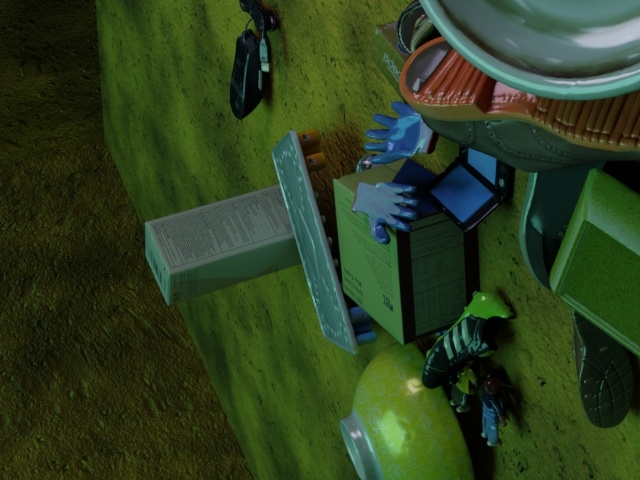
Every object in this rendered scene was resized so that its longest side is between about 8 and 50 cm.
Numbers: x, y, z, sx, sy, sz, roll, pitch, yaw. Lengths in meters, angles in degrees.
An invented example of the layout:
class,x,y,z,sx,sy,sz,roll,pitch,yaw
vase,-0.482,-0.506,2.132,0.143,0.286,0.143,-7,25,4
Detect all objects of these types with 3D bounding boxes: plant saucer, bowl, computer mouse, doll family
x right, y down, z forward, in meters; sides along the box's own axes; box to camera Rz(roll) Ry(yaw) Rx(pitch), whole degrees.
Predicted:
class,x,y,z,sx,sy,sz,roll,pitch,yaw
plant saucer,0.329,0.044,1.158,0.188,0.045,0.188,38,145,25
bowl,0.125,0.323,1.795,0.289,0.156,0.289,159,90,-80
plant saucer,0.246,-0.330,0.977,0.401,0.101,0.400,13,110,40
computer mouse,-0.121,-0.349,2.144,0.184,0.060,0.262,-129,41,-55
doll family,0.236,0.216,1.615,0.193,0.076,0.111,41,139,48

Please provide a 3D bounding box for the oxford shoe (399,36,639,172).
class,x,y,z,sx,sy,sz,roll,pitch,yaw
oxford shoe,0.262,-0.134,1.134,0.364,0.130,0.132,18,160,39

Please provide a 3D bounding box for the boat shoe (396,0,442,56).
class,x,y,z,sx,sy,sz,roll,pitch,yaw
boat shoe,0.163,-0.256,1.343,0.342,0.123,0.123,-150,47,-62

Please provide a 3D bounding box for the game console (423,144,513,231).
class,x,y,z,sx,sy,sz,roll,pitch,yaw
game console,0.197,-0.090,1.464,0.122,0.071,0.107,49,150,48

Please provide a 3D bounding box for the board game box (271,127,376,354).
class,x,y,z,sx,sy,sz,roll,pitch,yaw
board game box,0.000,0.000,1.993,0.390,0.050,0.389,177,77,-83

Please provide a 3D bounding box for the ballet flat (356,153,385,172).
class,x,y,z,sx,sy,sz,roll,pitch,yaw
ballet flat,0.093,-0.043,1.799,0.079,0.077,0.221,36,142,30

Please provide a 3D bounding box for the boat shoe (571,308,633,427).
class,x,y,z,sx,sy,sz,roll,pitch,yaw
boat shoe,0.336,0.135,1.300,0.060,0.064,0.177,-52,-47,-76

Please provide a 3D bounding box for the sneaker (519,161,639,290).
class,x,y,z,sx,sy,sz,roll,pitch,yaw
sneaker,0.293,-0.025,1.238,0.118,0.083,0.222,-139,38,-56

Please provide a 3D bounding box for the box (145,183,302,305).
class,x,y,z,sx,sy,sz,roll,pitch,yaw
box,-0.192,0.005,2.233,0.121,0.311,0.148,102,146,-53

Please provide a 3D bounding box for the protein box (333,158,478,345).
class,x,y,z,sx,sy,sz,roll,pitch,yaw
protein box,0.129,0.012,1.634,0.200,0.136,0.201,40,142,56

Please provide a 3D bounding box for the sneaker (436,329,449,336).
class,x,y,z,sx,sy,sz,roll,pitch,yaw
sneaker,0.179,0.126,1.705,0.144,0.059,0.053,-164,62,-66

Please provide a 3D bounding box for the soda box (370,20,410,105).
class,x,y,z,sx,sy,sz,roll,pitch,yaw
soda box,0.138,-0.233,1.529,0.061,0.058,0.181,97,150,-48

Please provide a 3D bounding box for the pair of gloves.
class,x,y,z,sx,sy,sz,roll,pitch,yaw
pair of gloves,0.098,-0.095,1.499,0.159,0.023,0.198,18,93,58

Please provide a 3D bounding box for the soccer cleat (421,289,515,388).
class,x,y,z,sx,sy,sz,roll,pitch,yaw
soccer cleat,0.208,0.153,1.552,0.072,0.060,0.179,48,114,36
